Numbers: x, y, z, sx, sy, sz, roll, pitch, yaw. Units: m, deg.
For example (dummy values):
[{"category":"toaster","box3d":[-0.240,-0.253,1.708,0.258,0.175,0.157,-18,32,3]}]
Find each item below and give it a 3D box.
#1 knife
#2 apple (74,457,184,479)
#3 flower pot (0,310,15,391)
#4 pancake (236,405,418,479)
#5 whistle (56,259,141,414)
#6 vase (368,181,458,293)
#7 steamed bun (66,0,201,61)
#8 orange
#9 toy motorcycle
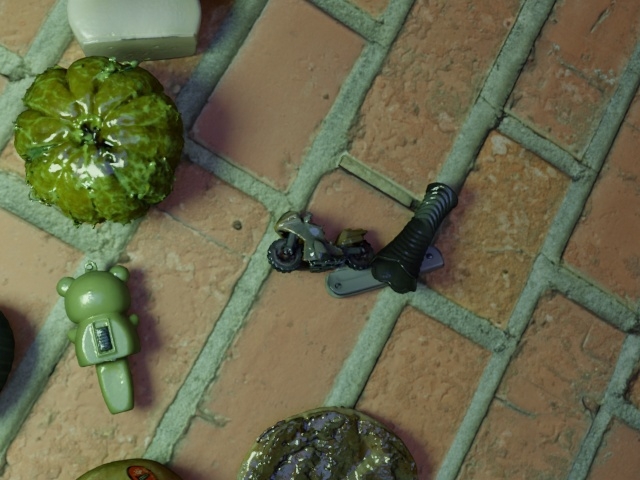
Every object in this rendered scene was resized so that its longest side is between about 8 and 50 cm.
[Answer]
[{"category":"knife","box3d":[0.136,0.061,1.320,0.265,0.040,0.073,-13,76,-14]},{"category":"apple","box3d":[-0.341,0.507,1.096,0.260,0.194,0.261,1,88,-14]},{"category":"flower pot","box3d":[-0.638,0.216,1.071,0.189,0.157,0.243,28,81,-8]},{"category":"pancake","box3d":[0.007,0.513,1.238,0.382,0.071,0.382,1,87,-12]},{"category":"whistle","box3d":[-0.397,0.175,1.154,0.131,0.106,0.289,-13,87,-16]},{"category":"vase","box3d":[0.203,-0.013,1.291,0.115,0.115,0.237,41,62,-7]},{"category":"steamed bun","box3d":[-0.354,-0.442,1.193,0.241,0.146,0.164,-8,92,-14]},{"category":"orange","box3d":[-0.385,-0.173,1.129,0.300,0.223,0.301,-18,89,2]},{"category":"toy motorcycle","box3d":[0.000,0.000,1.260,0.229,0.094,0.130,-1,64,-23]}]
